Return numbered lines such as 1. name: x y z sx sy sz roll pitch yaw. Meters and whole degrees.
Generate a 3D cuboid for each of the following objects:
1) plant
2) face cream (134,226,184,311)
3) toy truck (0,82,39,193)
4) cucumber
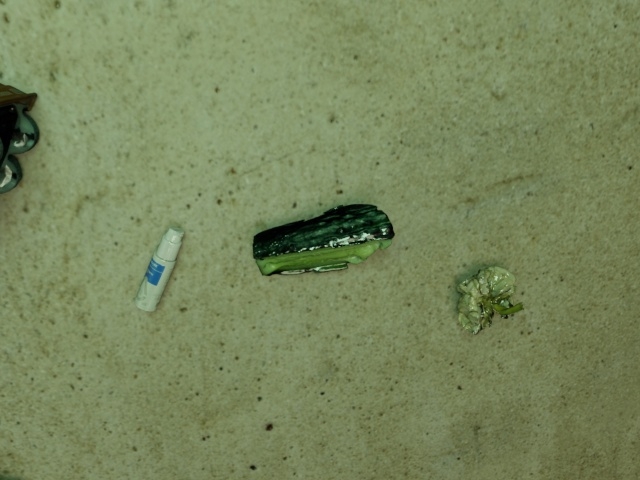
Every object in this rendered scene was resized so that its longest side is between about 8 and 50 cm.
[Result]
1. plant: 0.285 0.106 0.863 0.105 0.122 0.116 -7 110 -23
2. face cream: -0.224 0.039 0.746 0.034 0.034 0.130 21 109 -22
3. toy truck: -0.455 -0.056 0.589 0.162 0.136 0.305 28 103 -17
4. cucumber: 0.000 0.000 0.760 0.193 0.115 0.085 -15 74 -2
